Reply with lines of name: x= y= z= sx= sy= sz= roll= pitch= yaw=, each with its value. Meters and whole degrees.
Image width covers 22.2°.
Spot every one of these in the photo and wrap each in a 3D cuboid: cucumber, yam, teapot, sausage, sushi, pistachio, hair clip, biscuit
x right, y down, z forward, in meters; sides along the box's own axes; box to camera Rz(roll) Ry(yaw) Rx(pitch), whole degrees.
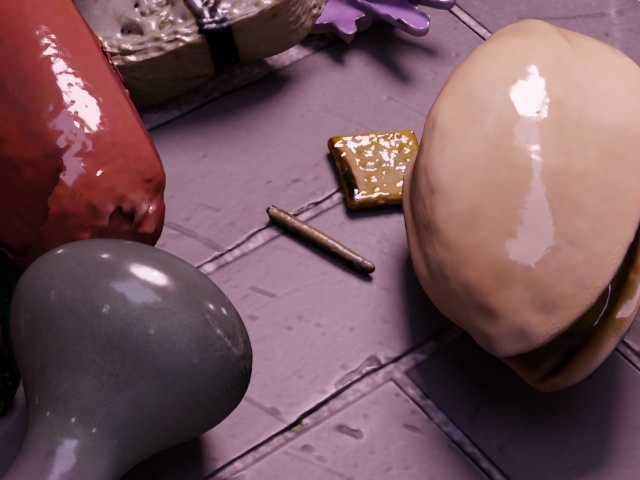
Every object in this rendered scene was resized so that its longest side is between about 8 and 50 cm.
cucumber: x=-0.280 y=0.013 z=1.281 sx=0.056 sy=0.056 sz=0.284 roll=-14 pitch=56 yaw=-18
yam: x=0.000 y=0.000 z=1.352 sx=0.107 sy=0.014 sz=0.014 roll=30 pitch=52 yaw=18
teapot: x=-0.162 y=0.129 z=1.124 sx=0.184 sy=0.183 sz=0.250 roll=19 pitch=60 yaw=10
sausage: x=-0.221 y=-0.088 z=1.299 sx=0.152 sy=0.152 sz=0.279 roll=-17 pitch=63 yaw=-21
sushi: x=-0.097 y=-0.189 z=1.427 sx=0.273 sy=0.134 sz=0.109 roll=-3 pitch=52 yaw=-10
pistachio: x=0.173 y=-0.030 z=1.282 sx=0.214 sy=0.193 sz=0.318 roll=-21 pitch=50 yaw=27
hair clip: x=-0.003 y=-0.264 z=1.544 sx=0.278 sy=0.090 sz=0.137 roll=33 pitch=51 yaw=14
biscuit: x=0.053 y=-0.062 z=1.410 sx=0.081 sy=0.018 sz=0.083 roll=-7 pitch=51 yaw=-14
